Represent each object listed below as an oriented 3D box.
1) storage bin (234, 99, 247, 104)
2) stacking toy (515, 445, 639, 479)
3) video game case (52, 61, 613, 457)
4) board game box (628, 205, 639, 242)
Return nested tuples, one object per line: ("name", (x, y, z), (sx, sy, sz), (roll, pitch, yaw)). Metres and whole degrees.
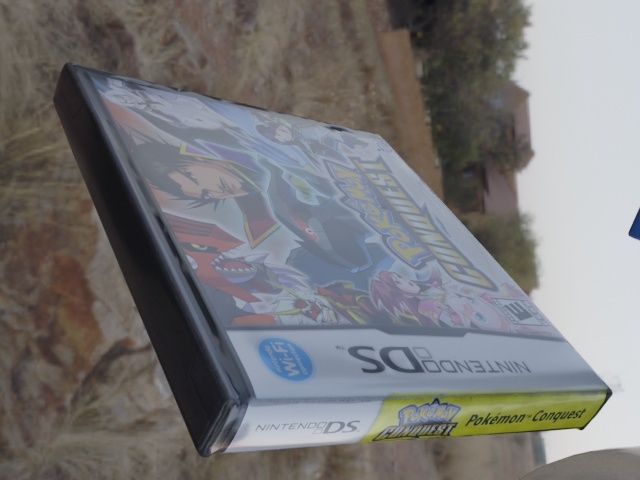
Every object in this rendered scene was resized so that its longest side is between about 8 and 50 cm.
("storage bin", (-0.050, -0.068, 0.828), (0.098, 0.091, 0.135), (-114, -149, -75))
("stacking toy", (0.327, 0.311, 0.743), (0.480, 0.351, 0.350), (-5, 92, -64))
("video game case", (0.000, 0.000, 0.467), (0.035, 0.248, 0.275), (-61, -138, 27))
("board game box", (0.268, -0.051, 0.496), (0.210, 0.047, 0.160), (16, 98, -52))
